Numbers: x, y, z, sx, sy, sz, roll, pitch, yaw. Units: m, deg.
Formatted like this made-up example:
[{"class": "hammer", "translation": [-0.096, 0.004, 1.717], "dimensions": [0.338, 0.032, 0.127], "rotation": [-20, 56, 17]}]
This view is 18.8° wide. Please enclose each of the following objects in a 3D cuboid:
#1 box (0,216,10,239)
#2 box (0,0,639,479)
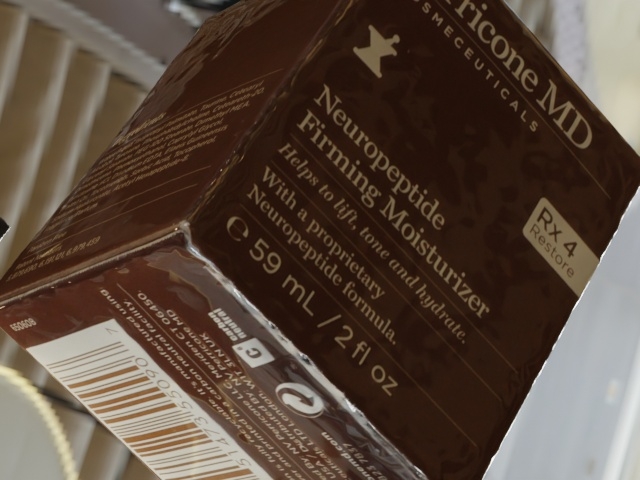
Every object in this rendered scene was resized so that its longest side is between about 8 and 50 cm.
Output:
[{"class": "box", "translation": [-0.332, -0.022, 1.076], "dimensions": [0.261, 0.103, 0.184], "rotation": [45, -109, -35]}, {"class": "box", "translation": [0.000, 0.000, 0.838], "dimensions": [0.168, 0.167, 0.203], "rotation": [46, -125, -18]}]
